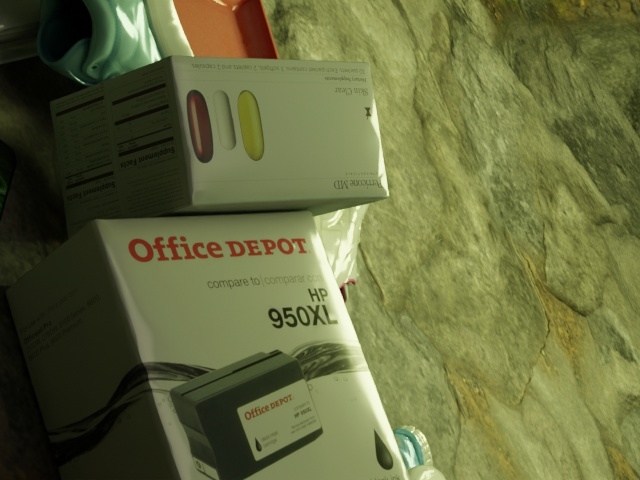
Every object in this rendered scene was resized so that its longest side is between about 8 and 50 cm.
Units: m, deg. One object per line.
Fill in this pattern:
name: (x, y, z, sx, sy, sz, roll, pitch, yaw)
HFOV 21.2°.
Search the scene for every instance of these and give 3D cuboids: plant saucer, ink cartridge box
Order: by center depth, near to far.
ink cartridge box: (-0.090, 0.180, 1.599, 0.285, 0.166, 0.395, -3, 66, -46)
plant saucer: (-0.137, -0.233, 2.106, 0.259, 0.048, 0.258, 20, 48, -54)

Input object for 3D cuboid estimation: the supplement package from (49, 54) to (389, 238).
supplement package: (-0.099, -0.090, 1.716, 0.262, 0.204, 0.145, -4, 84, -43)

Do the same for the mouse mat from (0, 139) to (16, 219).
mouse mat: (-0.364, -0.090, 1.614, 0.190, 0.007, 0.152, 45, 31, -31)

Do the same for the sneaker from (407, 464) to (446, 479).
sneaker: (0.142, 0.355, 1.867, 0.114, 0.152, 0.305, 47, 26, -27)

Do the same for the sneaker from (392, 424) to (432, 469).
sneaker: (0.107, 0.303, 2.026, 0.073, 0.063, 0.162, -15, 74, -44)

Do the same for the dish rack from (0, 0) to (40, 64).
dish rack: (-0.382, -0.341, 1.756, 0.333, 0.072, 0.285, 62, 26, -1)

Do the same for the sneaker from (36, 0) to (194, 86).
sneaker: (-0.230, -0.204, 1.793, 0.135, 0.150, 0.366, 34, -29, 39)

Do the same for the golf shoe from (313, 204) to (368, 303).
golf shoe: (0.000, 0.000, 2.076, 0.140, 0.115, 0.306, 65, 31, -16)
